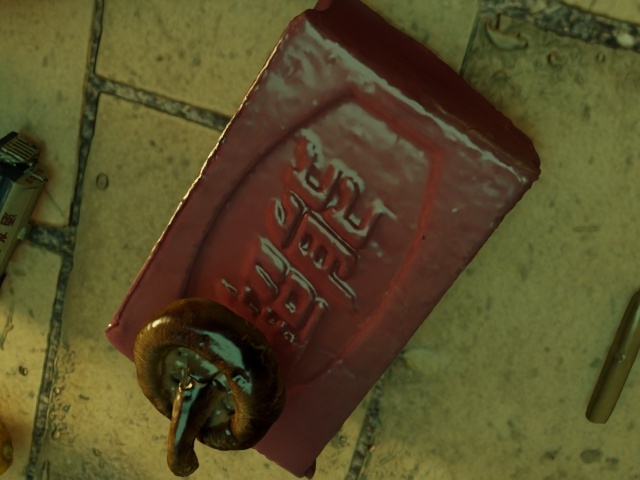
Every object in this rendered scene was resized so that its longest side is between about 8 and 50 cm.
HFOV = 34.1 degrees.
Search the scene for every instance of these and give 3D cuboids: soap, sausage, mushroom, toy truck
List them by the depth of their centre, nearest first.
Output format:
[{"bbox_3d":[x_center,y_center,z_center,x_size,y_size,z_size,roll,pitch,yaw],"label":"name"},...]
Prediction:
[{"bbox_3d":[-0.094,0.124,0.862,0.135,0.080,0.171,28,117,18],"label":"mushroom"},{"bbox_3d":[0.000,0.000,0.899,0.233,0.128,0.359,35,116,1],"label":"soap"},{"bbox_3d":[0.264,0.104,0.918,0.024,0.024,0.132,18,114,8],"label":"sausage"},{"bbox_3d":[-0.332,-0.013,1.019,0.088,0.074,0.202,29,114,-6],"label":"toy truck"}]

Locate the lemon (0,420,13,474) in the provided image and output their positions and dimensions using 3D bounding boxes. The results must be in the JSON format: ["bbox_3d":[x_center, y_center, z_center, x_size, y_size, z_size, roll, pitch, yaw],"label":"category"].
[{"bbox_3d":[-0.392,0.219,1.090,0.155,0.114,0.114,2,109,18],"label":"lemon"}]
